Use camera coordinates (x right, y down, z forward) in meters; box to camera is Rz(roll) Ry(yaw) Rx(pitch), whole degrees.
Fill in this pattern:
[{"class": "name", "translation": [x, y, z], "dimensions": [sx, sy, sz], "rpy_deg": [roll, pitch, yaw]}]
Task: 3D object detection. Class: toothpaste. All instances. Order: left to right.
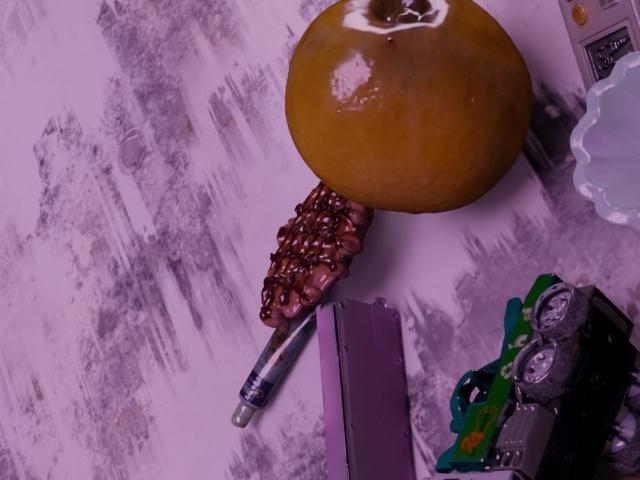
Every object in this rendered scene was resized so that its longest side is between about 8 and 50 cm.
[{"class": "toothpaste", "translation": [-0.054, 0.145, 2.005], "dimensions": [0.062, 0.037, 0.216], "rpy_deg": [42, 105, 47]}]

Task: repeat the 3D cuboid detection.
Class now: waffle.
[{"class": "waffle", "translation": [0.000, 0.000, 1.915], "dimensions": [0.221, 0.055, 0.234], "rpy_deg": [-46, 19, 31]}]

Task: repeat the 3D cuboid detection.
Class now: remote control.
[{"class": "remote control", "translation": [0.295, -0.302, 1.682], "dimensions": [0.109, 0.055, 0.313], "rpy_deg": [-21, 84, 58]}]

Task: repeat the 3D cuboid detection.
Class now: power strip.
[{"class": "power strip", "translation": [0.054, 0.197, 1.813], "dimensions": [0.037, 0.109, 0.278], "rpy_deg": [-26, 60, 43]}]

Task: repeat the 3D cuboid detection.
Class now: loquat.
[{"class": "loquat", "translation": [0.100, -0.155, 1.761], "dimensions": [0.275, 0.275, 0.274], "rpy_deg": [-17, 66, 44]}]

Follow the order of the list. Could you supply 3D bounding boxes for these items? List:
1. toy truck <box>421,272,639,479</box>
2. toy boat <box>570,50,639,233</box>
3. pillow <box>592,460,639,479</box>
[{"class": "toy truck", "translation": [0.209, 0.197, 1.542], "dimensions": [0.178, 0.176, 0.363], "rpy_deg": [-15, 44, 48]}, {"class": "toy boat", "translation": [0.383, -0.095, 1.542], "dimensions": [0.290, 0.100, 0.199], "rpy_deg": [2, 81, 49]}, {"class": "pillow", "translation": [0.274, 0.273, 1.586], "dimensions": [0.208, 0.053, 0.119], "rpy_deg": [12, 80, 51]}]
